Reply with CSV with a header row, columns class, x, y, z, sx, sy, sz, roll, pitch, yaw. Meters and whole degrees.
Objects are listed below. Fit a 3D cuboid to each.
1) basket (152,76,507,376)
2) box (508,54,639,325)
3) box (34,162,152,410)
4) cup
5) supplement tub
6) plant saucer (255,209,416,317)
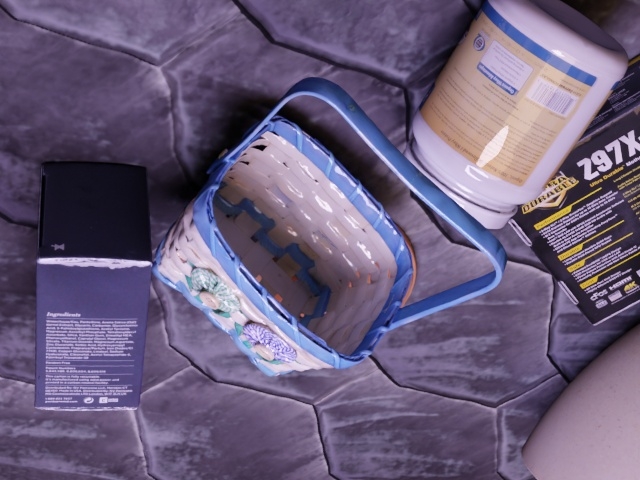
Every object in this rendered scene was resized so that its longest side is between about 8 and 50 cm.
class,x,y,z,sx,sy,sz,roll,pitch,yaw
basket,0.000,0.000,1.099,0.255,0.201,0.289,43,132,-13
box,0.363,-0.073,1.233,0.322,0.079,0.257,-32,127,17
box,-0.231,0.048,1.173,0.108,0.153,0.207,2,131,-13
cup,0.437,0.219,1.380,0.331,0.331,0.237,19,99,-25
supplement tub,0.176,-0.125,1.090,0.144,0.144,0.199,20,116,-26
plant saucer,0.011,0.050,1.299,0.200,0.037,0.200,-6,131,-7
